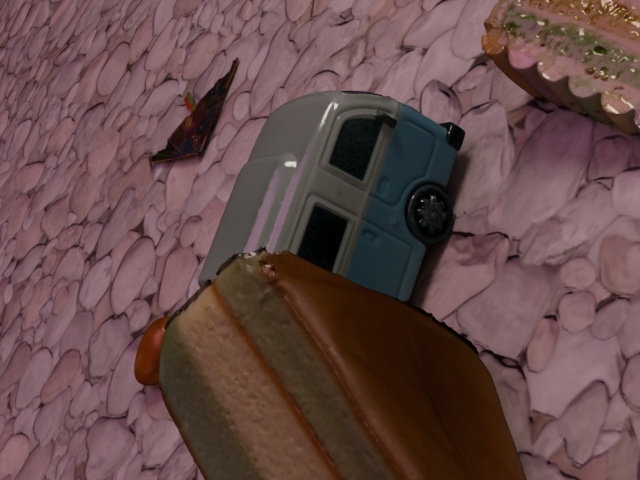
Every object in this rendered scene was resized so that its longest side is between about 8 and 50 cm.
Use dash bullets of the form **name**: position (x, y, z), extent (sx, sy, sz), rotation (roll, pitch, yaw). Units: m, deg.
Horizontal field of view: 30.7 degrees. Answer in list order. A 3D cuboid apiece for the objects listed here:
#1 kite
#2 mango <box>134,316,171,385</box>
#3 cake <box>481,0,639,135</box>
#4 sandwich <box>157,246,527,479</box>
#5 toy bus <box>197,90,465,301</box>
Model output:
- **kite**: position (-0.159, -0.151, 1.474), extent (0.190, 0.010, 0.159), rotation (-45, 33, 22)
- **mango**: position (-0.173, 0.121, 1.248), extent (0.089, 0.046, 0.060), rotation (-57, 27, 31)
- **cake**: position (0.214, -0.149, 0.862), extent (0.109, 0.090, 0.225), rotation (-55, 32, 2)
- **sandwich**: position (0.012, 0.147, 0.781), extent (0.155, 0.227, 0.198), rotation (-43, 35, 28)
- **toy bus**: position (0.000, 0.000, 0.974), extent (0.133, 0.165, 0.271), rotation (-3, 63, 55)
